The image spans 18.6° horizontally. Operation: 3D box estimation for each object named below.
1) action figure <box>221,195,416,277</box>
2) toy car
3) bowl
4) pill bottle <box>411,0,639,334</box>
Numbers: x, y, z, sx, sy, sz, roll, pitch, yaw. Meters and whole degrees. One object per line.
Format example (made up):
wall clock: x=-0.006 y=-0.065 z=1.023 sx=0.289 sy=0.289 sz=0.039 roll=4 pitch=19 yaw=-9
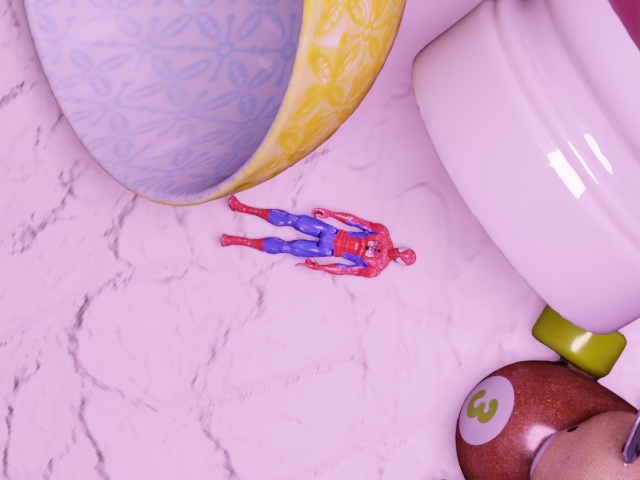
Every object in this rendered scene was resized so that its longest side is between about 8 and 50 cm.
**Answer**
action figure: x=0.000 y=0.000 z=1.154 sx=0.115 sy=0.030 sz=0.038 roll=11 pitch=83 yaw=6
toy car: x=0.138 y=0.124 z=1.045 sx=0.149 sy=0.188 sz=0.155 roll=32 pitch=91 yaw=8
bowl: x=-0.035 y=-0.170 z=1.087 sx=0.156 sy=0.289 sz=0.289 roll=-11 pitch=83 yaw=-36
pill bottle: x=0.255 y=-0.131 z=0.996 sx=0.392 sy=0.224 sz=0.224 roll=-35 pitch=82 yaw=20
